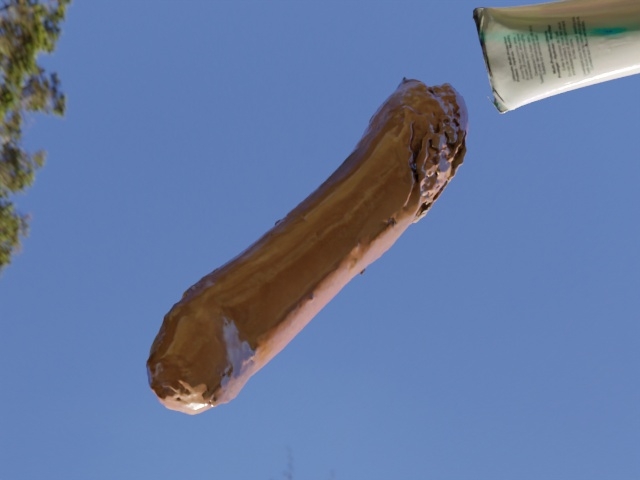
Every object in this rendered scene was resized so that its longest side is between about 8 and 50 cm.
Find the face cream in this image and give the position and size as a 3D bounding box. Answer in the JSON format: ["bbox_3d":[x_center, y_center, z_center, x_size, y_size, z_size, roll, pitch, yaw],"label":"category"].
[{"bbox_3d":[0.108,-0.070,0.405,0.115,0.020,0.038,-11,-69,17],"label":"face cream"}]

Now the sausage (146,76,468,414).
[{"bbox_3d":[-0.001,0.000,0.783,0.078,0.078,0.304,42,-117,5],"label":"sausage"}]
